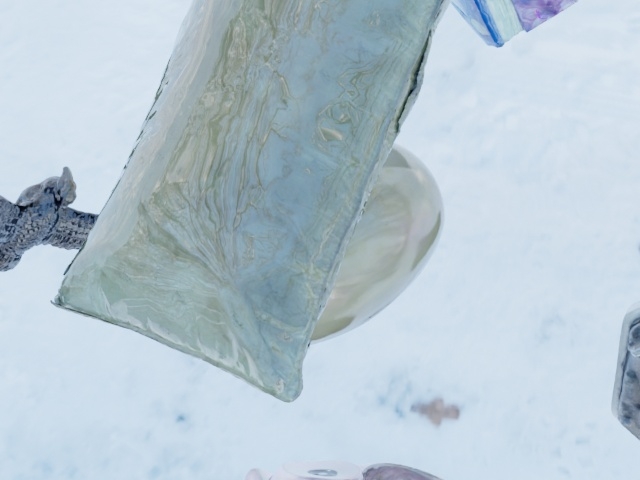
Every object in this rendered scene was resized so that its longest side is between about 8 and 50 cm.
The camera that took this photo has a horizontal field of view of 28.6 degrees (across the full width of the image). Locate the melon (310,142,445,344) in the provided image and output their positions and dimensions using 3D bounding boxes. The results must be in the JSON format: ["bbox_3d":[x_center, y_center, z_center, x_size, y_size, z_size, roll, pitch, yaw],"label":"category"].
[{"bbox_3d":[0.000,0.000,1.498,0.317,0.223,0.223,-32,97,-18],"label":"melon"}]

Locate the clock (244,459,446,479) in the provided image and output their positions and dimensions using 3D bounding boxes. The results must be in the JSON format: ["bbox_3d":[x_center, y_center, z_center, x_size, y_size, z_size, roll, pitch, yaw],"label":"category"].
[{"bbox_3d":[0.070,0.447,1.629,0.377,0.368,0.250,24,104,-15],"label":"clock"}]

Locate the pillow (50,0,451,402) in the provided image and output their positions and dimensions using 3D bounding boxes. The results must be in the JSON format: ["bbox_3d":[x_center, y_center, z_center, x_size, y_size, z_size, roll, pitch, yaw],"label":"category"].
[{"bbox_3d":[-0.028,-0.075,0.716,0.185,0.075,0.302,17,79,34],"label":"pillow"}]

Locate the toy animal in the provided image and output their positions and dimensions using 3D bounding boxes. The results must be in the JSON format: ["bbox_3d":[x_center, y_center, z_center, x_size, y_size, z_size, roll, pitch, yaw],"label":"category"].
[{"bbox_3d":[-0.230,-0.017,0.997,0.108,0.220,0.062,-19,70,33],"label":"toy animal"}]

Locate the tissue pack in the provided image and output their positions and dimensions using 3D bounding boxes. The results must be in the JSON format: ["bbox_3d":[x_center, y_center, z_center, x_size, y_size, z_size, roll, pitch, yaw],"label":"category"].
[{"bbox_3d":[0.192,-0.403,1.547,0.146,0.198,0.263,-30,132,2],"label":"tissue pack"}]

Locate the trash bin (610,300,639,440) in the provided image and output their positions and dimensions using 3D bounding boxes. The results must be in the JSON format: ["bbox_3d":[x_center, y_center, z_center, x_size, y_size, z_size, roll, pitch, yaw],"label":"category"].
[{"bbox_3d":[0.576,0.102,1.755,0.296,0.367,0.256,7,133,15],"label":"trash bin"}]
